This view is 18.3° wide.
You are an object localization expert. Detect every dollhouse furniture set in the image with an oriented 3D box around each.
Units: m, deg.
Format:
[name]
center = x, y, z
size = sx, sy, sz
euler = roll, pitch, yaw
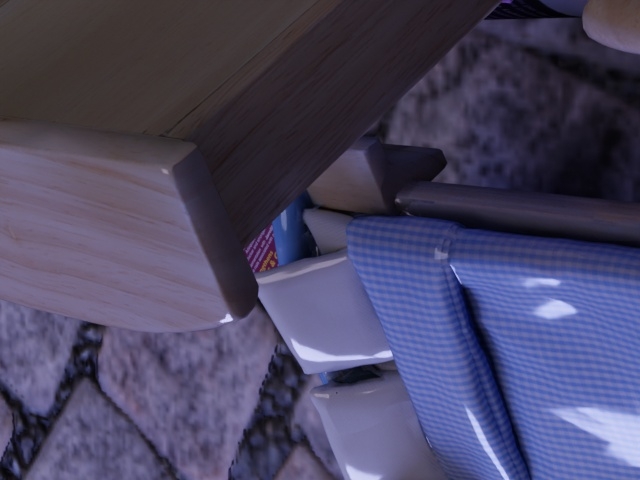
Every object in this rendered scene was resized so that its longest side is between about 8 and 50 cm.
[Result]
[dollhouse furniture set]
center = 0.059, 0.044, 0.578
size = 0.286, 0.198, 0.303
euler = 10, 133, 42

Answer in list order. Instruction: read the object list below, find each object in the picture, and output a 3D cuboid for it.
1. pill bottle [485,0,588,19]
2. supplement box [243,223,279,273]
[pill bottle]
center = 0.062, -0.128, 0.669
size = 0.193, 0.108, 0.108
euler = 5, 100, 45
[supplement box]
center = 0.000, 0.000, 0.798
size = 0.083, 0.043, 0.055
euler = 50, 128, 27
